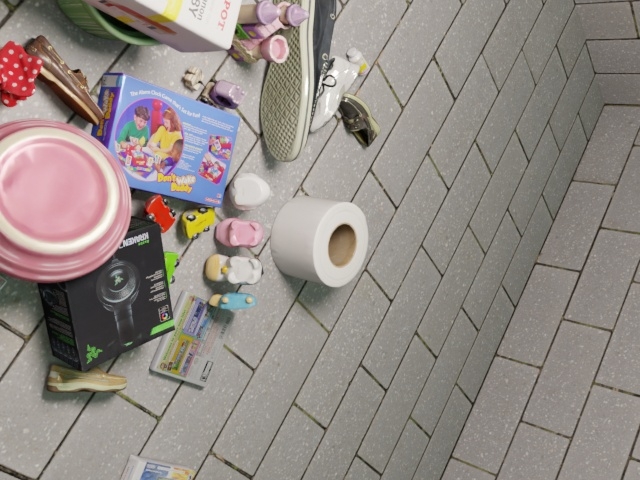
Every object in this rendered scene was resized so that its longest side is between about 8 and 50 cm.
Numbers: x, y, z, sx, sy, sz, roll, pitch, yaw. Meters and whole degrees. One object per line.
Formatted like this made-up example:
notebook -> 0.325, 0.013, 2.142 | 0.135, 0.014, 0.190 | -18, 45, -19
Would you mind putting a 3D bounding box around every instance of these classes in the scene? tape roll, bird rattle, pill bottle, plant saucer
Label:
tape roll -> 0.000, 0.000, 2.058 | 0.246, 0.169, 0.246 | -15, 111, -46
bird rattle -> -0.637, -0.289, 1.284 | 0.207, 0.143, 0.253 | 44, 62, -27
pill bottle -> 0.112, -0.539, 2.153 | 0.083, 0.043, 0.043 | 47, 64, -44
plant saucer -> -0.522, -0.087, 1.379 | 0.332, 0.084, 0.332 | 10, 71, -29

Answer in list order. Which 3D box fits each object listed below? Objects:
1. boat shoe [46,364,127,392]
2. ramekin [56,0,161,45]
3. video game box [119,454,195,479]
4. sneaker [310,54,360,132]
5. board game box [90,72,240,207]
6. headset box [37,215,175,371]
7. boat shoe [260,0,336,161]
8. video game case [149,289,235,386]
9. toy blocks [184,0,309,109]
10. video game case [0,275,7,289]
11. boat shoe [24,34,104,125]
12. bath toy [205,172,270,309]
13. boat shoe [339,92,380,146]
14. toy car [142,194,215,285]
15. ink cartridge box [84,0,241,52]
boat shoe -> -0.517, 0.303, 1.612 | 0.190, 0.068, 0.072 | 12, 78, -50
ramekin -> -0.404, -0.552, 1.466 | 0.303, 0.148, 0.303 | -15, 111, -47
video game box -> -0.431, 0.651, 1.808 | 0.205, 0.048, 0.187 | 34, 76, -48
sneaker -> 0.012, -0.421, 2.046 | 0.115, 0.090, 0.232 | 31, 93, -5
board game box -> -0.356, -0.221, 1.657 | 0.347, 0.078, 0.233 | 13, 90, -50
headset box -> -0.468, 0.116, 1.568 | 0.246, 0.131, 0.283 | -22, 115, -44
boat shoe -> -0.044, -0.453, 1.888 | 0.156, 0.186, 0.500 | 5, 90, -44
video game case -> -0.326, 0.256, 1.852 | 0.193, 0.023, 0.212 | 33, 74, -48
toy blocks -> -0.179, -0.495, 1.656 | 0.288, 0.260, 0.309 | 42, 68, -47
video game case -> -0.684, 0.079, 1.399 | 0.087, 0.011, 0.122 | -58, 136, -22
boat shoe -> -0.510, -0.322, 1.456 | 0.073, 0.073, 0.207 | -59, 137, -19
bath toy -> -0.209, 0.000, 1.850 | 0.129, 0.151, 0.348 | 5, 93, -88
boat shoe -> 0.112, -0.361, 2.169 | 0.223, 0.080, 0.073 | 41, 63, -51
toy car -> -0.364, 0.008, 1.712 | 0.239, 0.053, 0.225 | 11, 97, -60
ink cartridge box -> -0.316, -0.552, 1.326 | 0.384, 0.160, 0.279 | 18, 85, -50
